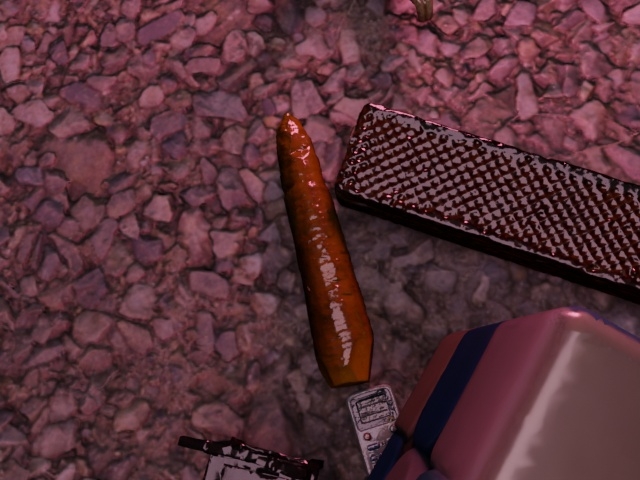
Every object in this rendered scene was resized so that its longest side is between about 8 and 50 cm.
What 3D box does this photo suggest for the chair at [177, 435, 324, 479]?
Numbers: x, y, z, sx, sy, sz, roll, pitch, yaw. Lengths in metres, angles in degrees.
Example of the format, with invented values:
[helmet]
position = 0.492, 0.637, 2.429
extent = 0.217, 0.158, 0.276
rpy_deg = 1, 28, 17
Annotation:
[chair]
position = -0.062, 0.230, 0.522
extent = 0.106, 0.229, 0.113
rpy_deg = 10, 75, 8

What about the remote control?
[remote control]
position = 0.066, 0.213, 0.621
extent = 0.053, 0.018, 0.124
rpy_deg = -16, 75, -1

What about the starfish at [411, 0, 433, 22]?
[starfish]
position = 0.062, -0.413, 0.731
extent = 0.375, 0.094, 0.327
rpy_deg = -44, 87, -12

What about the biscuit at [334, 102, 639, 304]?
[biscuit]
position = 0.208, -0.034, 0.640
extent = 0.388, 0.073, 0.107
rpy_deg = 19, 80, 10

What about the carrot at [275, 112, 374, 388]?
[carrot]
position = 0.000, 0.000, 0.659
extent = 0.066, 0.066, 0.314
rpy_deg = -13, 73, 2

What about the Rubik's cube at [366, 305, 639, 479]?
[Rubik's cube]
position = 0.183, 0.283, 0.418
extent = 0.344, 0.347, 0.346
rpy_deg = 32, 79, 6
